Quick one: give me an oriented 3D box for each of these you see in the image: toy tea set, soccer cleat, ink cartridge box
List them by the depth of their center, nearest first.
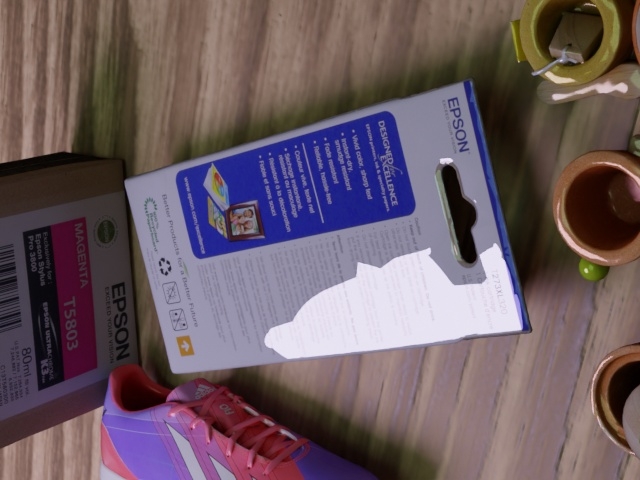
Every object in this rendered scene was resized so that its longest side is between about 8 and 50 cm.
[{"bbox_3d":[0.205,-0.021,0.673,0.200,0.124,0.336,-9,95,41],"label":"toy tea set"},{"bbox_3d":[0.000,0.000,0.895,0.371,0.069,0.176,-11,93,44],"label":"ink cartridge box"},{"bbox_3d":[-0.079,0.178,0.987,0.318,0.108,0.116,2,99,43],"label":"soccer cleat"},{"bbox_3d":[-0.265,0.049,1.048,0.088,0.193,0.235,7,106,37],"label":"ink cartridge box"}]
